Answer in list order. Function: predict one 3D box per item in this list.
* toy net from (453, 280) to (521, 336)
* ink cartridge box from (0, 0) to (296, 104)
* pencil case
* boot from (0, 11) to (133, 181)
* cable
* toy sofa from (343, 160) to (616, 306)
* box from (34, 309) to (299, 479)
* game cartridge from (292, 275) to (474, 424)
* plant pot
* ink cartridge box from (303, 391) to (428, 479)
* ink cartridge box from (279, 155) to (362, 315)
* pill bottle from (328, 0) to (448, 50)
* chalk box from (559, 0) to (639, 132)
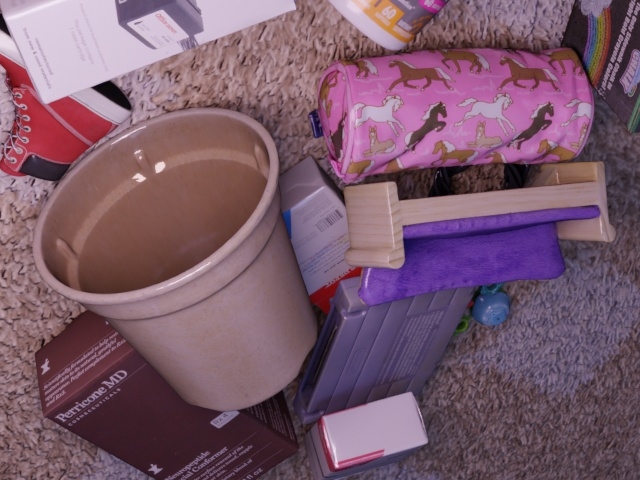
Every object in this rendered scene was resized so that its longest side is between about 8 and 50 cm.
[{"bbox_3d":[0.267,0.050,2.216,0.122,0.045,0.232,-3,127,-18],"label":"toy net"},{"bbox_3d":[-0.211,-0.311,1.584,0.307,0.223,0.129,-22,132,-5],"label":"ink cartridge box"},{"bbox_3d":[0.187,-0.175,1.916,0.386,0.160,0.167,-6,159,-19],"label":"pencil case"},{"bbox_3d":[-0.375,-0.167,1.732,0.176,0.088,0.244,-40,135,14],"label":"boot"},{"bbox_3d":[0.235,-0.075,2.093,0.151,0.047,0.184,1,128,-23],"label":"cable"},{"bbox_3d":[0.224,-0.010,1.956,0.363,0.150,0.177,-6,92,-23],"label":"toy sofa"},{"bbox_3d":[-0.224,0.242,2.092,0.191,0.143,0.381,-37,131,16],"label":"box"},{"bbox_3d":[0.098,0.153,2.153,0.230,0.068,0.355,-15,149,-25],"label":"game cartridge"},{"bbox_3d":[-0.157,0.049,1.825,0.334,0.334,0.305,-27,131,0],"label":"plant pot"},{"bbox_3d":[0.069,0.322,2.256,0.159,0.092,0.218,-14,165,-12],"label":"ink cartridge box"},{"bbox_3d":[0.000,0.000,2.033,0.134,0.078,0.231,-34,133,8],"label":"ink cartridge box"},{"bbox_3d":[0.130,-0.383,1.714,0.162,0.162,0.278,29,112,-38],"label":"pill bottle"},{"bbox_3d":[0.482,-0.260,1.879,0.179,0.289,0.180,-3,129,-21],"label":"chalk box"}]
